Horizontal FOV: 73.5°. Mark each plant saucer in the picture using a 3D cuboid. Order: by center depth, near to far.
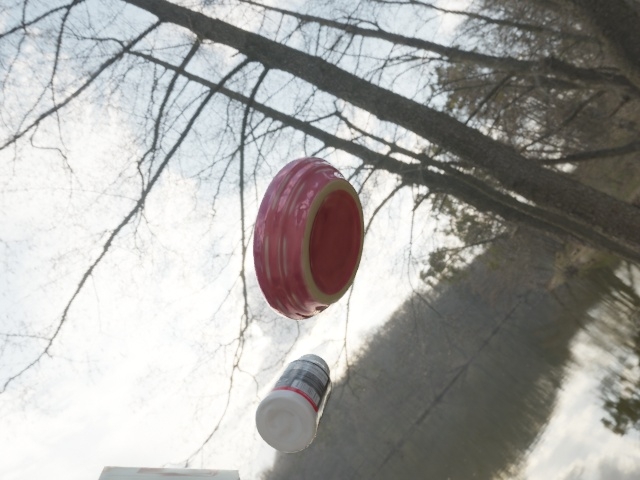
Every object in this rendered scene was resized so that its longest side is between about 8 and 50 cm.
[{"bbox_3d":[0.000,0.000,0.860,0.332,0.084,0.331,-19,-67,-56],"label":"plant saucer"}]

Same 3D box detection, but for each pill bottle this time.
[{"bbox_3d":[-0.063,0.466,1.292,0.176,0.176,0.318,-55,-5,15],"label":"pill bottle"}]

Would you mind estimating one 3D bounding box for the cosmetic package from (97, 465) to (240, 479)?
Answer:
[{"bbox_3d":[-0.326,0.578,0.907,0.129,0.297,0.153,165,116,-74],"label":"cosmetic package"}]
